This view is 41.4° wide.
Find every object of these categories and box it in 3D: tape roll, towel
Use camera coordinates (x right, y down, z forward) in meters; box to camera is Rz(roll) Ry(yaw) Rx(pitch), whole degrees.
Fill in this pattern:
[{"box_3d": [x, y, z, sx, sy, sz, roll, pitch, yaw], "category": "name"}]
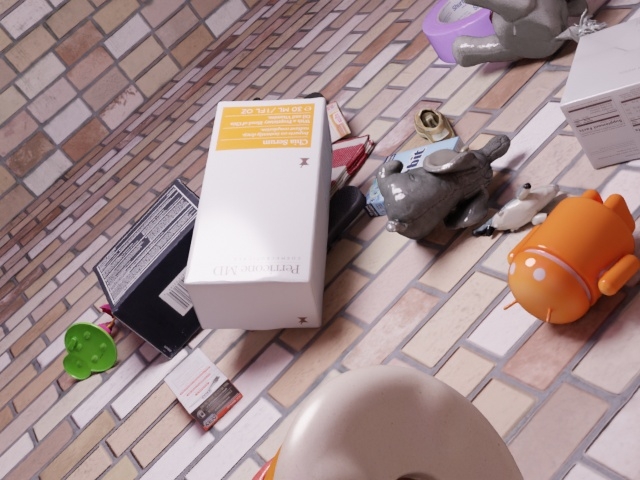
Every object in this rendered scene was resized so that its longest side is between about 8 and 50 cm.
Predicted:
[{"box_3d": [0.388, -0.554, 2.066, 0.274, 0.090, 0.275, -29, 29, 18], "category": "tape roll"}, {"box_3d": [-0.033, -0.115, 1.961, 0.237, 0.037, 0.329, -6, 40, 49], "category": "towel"}]

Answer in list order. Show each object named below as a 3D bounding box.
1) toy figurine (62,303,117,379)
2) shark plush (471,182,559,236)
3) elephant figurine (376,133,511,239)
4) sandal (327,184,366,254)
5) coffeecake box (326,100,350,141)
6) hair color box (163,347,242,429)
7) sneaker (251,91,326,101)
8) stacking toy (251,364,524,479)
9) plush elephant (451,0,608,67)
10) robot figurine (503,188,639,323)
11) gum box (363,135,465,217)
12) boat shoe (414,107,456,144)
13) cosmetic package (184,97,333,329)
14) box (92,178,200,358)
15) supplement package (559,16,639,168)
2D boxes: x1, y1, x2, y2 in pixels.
[{"box_3d": [-0.507, 0.220, 1.970, 0.173, 0.130, 0.159, -52, 4, 30], "category": "toy figurine"}, {"box_3d": [0.331, -0.041, 1.427, 0.161, 0.073, 0.067, -45, 0, 33], "category": "shark plush"}, {"box_3d": [0.230, -0.103, 1.492, 0.239, 0.169, 0.186, -22, 61, 15], "category": "elephant figurine"}, {"box_3d": [0.001, 0.000, 1.715, 0.254, 0.054, 0.097, -43, 41, 2], "category": "sandal"}, {"box_3d": [-0.025, -0.265, 2.094, 0.185, 0.068, 0.142, -27, 17, 6], "category": "coffeecake box"}, {"box_3d": [-0.220, 0.273, 1.573, 0.093, 0.053, 0.167, -42, 26, -11], "category": "hair color box"}, {"box_3d": [-0.102, -0.338, 2.241, 0.106, 0.162, 0.281, -2, 44, 49], "category": "sneaker"}, {"box_3d": [-0.020, 0.372, 0.983, 0.480, 0.350, 0.351, -34, 23, 43], "category": "stacking toy"}, {"box_3d": [0.452, -0.527, 1.776, 0.329, 0.272, 0.256, 10, 63, 19], "category": "plush elephant"}, {"box_3d": [0.351, 0.027, 1.185, 0.158, 0.128, 0.219, 38, 73, 18], "category": "robot figurine"}, {"box_3d": [0.189, -0.127, 1.705, 0.184, 0.041, 0.157, -12, 38, 42], "category": "gum box"}, {"box_3d": [0.237, -0.256, 1.810, 0.068, 0.072, 0.190, -36, 27, 4], "category": "boat shoe"}, {"box_3d": [-0.104, -0.061, 1.627, 0.229, 0.162, 0.454, -2, 53, 7], "category": "cosmetic package"}, {"box_3d": [-0.322, 0.052, 1.870, 0.296, 0.183, 0.294, -47, 29, -3], "category": "box"}, {"box_3d": [0.551, -0.257, 1.359, 0.261, 0.145, 0.204, -12, 38, 39], "category": "supplement package"}]
